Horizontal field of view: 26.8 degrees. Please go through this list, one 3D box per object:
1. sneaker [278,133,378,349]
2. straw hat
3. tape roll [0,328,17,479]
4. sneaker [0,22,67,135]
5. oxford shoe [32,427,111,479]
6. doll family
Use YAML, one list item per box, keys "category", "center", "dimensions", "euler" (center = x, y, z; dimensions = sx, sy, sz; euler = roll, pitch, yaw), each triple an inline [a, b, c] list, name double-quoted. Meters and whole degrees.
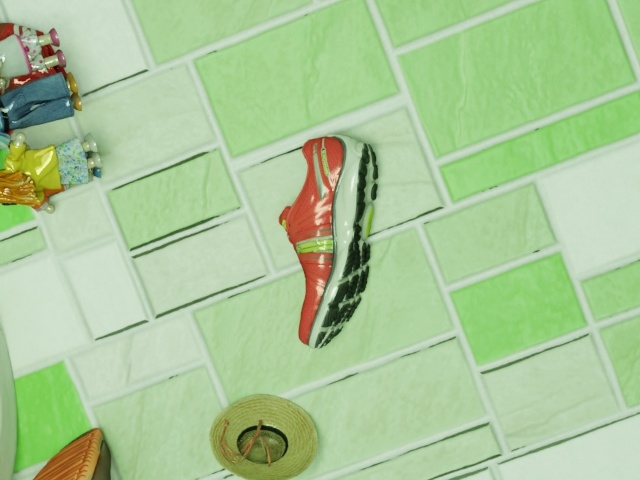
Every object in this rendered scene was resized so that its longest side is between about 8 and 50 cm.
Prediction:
- category: "sneaker"
  center: [0.000, 0.000, 1.741]
  dimensions: [0.118, 0.107, 0.279]
  euler: [11, 94, 22]
- category: "straw hat"
  center: [-0.079, 0.277, 1.776]
  dimensions: [0.144, 0.144, 0.061]
  euler: [17, 138, 2]
- category: "tape roll"
  center: [-0.475, 0.210, 1.689]
  dimensions: [0.100, 0.286, 0.286]
  euler: [-6, 95, 6]
- category: "sneaker"
  center: [-0.401, -0.174, 1.746]
  dimensions: [0.128, 0.087, 0.221]
  euler: [7, 97, 5]
- category: "oxford shoe"
  center: [-0.307, 0.381, 1.681]
  dimensions: [0.130, 0.364, 0.133]
  euler: [-33, 115, 20]
- category: "doll family"
  center: [-0.373, -0.136, 1.675]
  dimensions: [0.163, 0.118, 0.263]
  euler: [-20, 116, -13]
